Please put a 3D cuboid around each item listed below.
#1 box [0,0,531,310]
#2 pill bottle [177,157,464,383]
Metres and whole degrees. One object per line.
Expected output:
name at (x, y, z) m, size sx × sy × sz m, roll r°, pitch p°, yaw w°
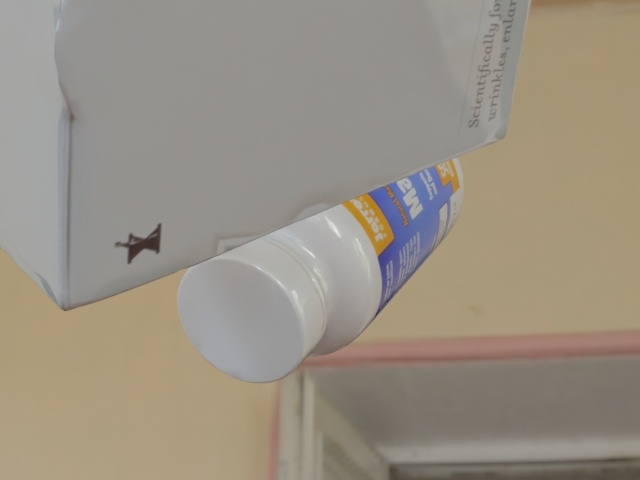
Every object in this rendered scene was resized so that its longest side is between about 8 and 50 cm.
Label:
box at (-0.031, -0.105, 0.485) m, size 0.182 × 0.119 × 0.181 m, roll -22°, pitch -44°, yaw -33°
pill bottle at (0.000, 0.000, 1.311) m, size 0.152 × 0.272 × 0.152 m, roll 14°, pitch -58°, yaw 22°
